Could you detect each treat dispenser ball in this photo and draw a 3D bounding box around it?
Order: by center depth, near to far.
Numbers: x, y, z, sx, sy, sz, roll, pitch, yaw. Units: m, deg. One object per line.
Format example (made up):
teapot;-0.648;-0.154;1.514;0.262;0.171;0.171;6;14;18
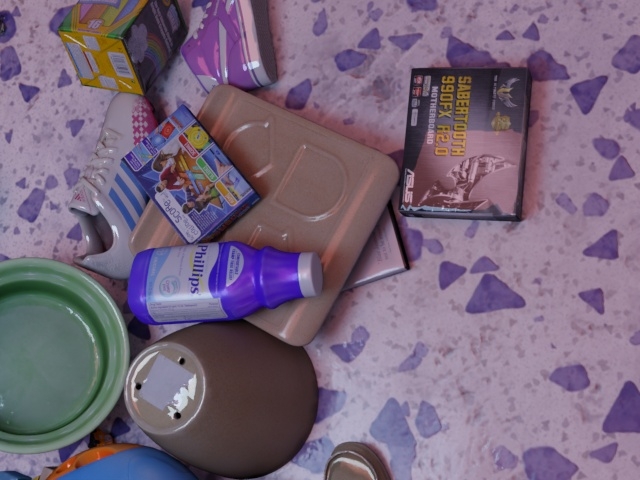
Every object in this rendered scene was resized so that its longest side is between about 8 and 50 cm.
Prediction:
treat dispenser ball;-0.295;0.443;1.608;0.288;0.288;0.288;-4;78;19

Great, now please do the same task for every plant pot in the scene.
plant pot;-0.169;0.224;1.615;0.256;0.274;0.256;-4;78;19

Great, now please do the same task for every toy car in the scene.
toy car;-0.360;0.370;1.792;0.040;0.060;0.122;0;98;-24

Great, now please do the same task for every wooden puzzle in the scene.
wooden puzzle;-0.087;-0.043;1.722;0.348;0.080;0.322;27;86;21

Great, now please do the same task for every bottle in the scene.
bottle;-0.140;0.060;1.616;0.283;0.092;0.118;-4;58;15

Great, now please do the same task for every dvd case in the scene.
dvd case;0.000;0.000;1.732;0.253;0.022;0.180;-19;74;16

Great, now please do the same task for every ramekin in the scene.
ramekin;-0.460;0.188;1.732;0.303;0.148;0.303;3;77;-14

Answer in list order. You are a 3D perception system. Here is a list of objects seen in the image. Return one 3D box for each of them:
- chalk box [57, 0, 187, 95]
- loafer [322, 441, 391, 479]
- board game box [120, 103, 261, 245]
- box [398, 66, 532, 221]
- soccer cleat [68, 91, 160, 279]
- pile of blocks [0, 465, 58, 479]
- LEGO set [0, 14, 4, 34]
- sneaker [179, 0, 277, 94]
chalk box;-0.320;-0.369;1.840;0.132;0.132;0.213;11;53;21
loafer;0.059;0.427;1.591;0.102;0.092;0.268;-15;75;17
board game box;-0.204;-0.097;1.709;0.136;0.035;0.201;-41;69;4
box;0.221;-0.147;1.664;0.183;0.056;0.231;3;81;21
soccer cleat;-0.343;-0.102;1.796;0.116;0.143;0.331;-14;73;46
pile of blocks;-0.577;0.466;1.800;0.362;0.112;0.149;-37;70;9
LEGO set;-0.606;-0.404;2.030;0.054;0.023;0.083;-19;61;13
sneaker;-0.173;-0.380;1.828;0.161;0.102;0.282;-11;76;21
